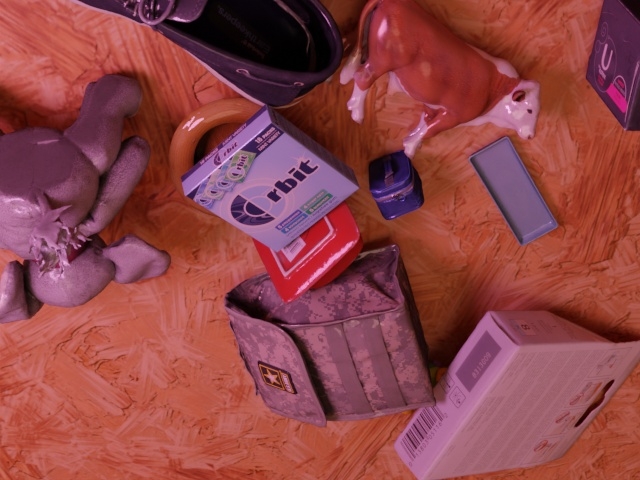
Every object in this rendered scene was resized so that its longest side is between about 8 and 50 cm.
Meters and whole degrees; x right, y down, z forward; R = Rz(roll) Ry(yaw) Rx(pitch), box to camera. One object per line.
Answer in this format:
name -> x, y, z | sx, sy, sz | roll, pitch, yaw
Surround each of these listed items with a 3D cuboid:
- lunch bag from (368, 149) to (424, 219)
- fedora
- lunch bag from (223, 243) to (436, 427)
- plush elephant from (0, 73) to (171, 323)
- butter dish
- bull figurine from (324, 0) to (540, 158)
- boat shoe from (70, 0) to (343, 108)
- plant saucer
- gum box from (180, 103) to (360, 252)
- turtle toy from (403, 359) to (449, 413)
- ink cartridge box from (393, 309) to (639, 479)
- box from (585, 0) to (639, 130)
lunch bag -> 0.105, -0.081, 1.482 | 0.067, 0.098, 0.065 | -23, 121, 14
fedora -> -0.118, -0.121, 1.434 | 0.194, 0.079, 0.194 | -4, 126, -5
lunch bag -> 0.011, 0.158, 1.593 | 0.287, 0.169, 0.235 | -12, 128, 9
plush elephant -> -0.345, -0.028, 1.372 | 0.271, 0.330, 0.255 | -10, 143, -10
butter dish -> 0.000, 0.000, 1.511 | 0.160, 0.160, 0.118 | -42, 143, 19
bull figurine -> 0.152, -0.210, 1.400 | 0.310, 0.101, 0.188 | 33, 115, -26
boat shoe -> -0.173, -0.320, 1.212 | 0.500, 0.156, 0.187 | 31, 75, -29
plant saucer -> 0.290, -0.074, 1.562 | 0.067, 0.018, 0.192 | -29, 122, 12
gum box -> -0.065, -0.077, 1.386 | 0.157, 0.041, 0.184 | -37, 134, 20
turtle toy -> 0.184, 0.236, 1.725 | 0.130, 0.066, 0.095 | 3, 125, -10
ink cartridge box -> 0.346, 0.253, 1.736 | 0.385, 0.091, 0.308 | 2, 128, -41
box -> 0.519, -0.241, 1.391 | 0.270, 0.165, 0.143 | 0, 124, -8
